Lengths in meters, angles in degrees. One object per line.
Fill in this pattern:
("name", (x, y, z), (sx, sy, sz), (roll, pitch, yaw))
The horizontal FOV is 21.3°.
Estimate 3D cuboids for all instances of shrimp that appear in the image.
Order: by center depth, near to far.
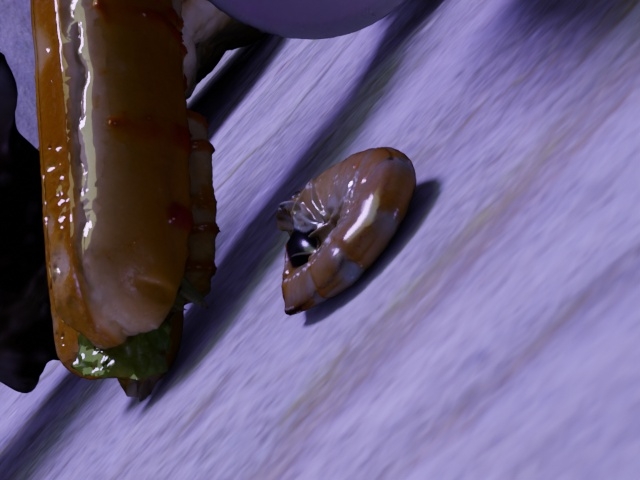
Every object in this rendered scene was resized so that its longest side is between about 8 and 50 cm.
("shrimp", (0.000, 0.000, 0.550), (0.059, 0.023, 0.108), (-63, 14, -18))

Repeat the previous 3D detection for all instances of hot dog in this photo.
("hot dog", (-0.081, -0.052, 0.707), (0.104, 0.076, 0.250), (109, 154, -62))

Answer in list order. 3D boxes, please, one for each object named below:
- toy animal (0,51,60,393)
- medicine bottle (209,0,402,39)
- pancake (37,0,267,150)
("toy animal", (-0.251, -0.036, 0.828), (0.302, 0.344, 0.194), (-61, 15, -3))
("medicine bottle", (0.018, -0.208, 0.841), (0.152, 0.152, 0.254), (-43, 14, 32))
("pancake", (-0.158, -0.077, 1.286), (0.387, 0.082, 0.387), (-49, 6, 8))
